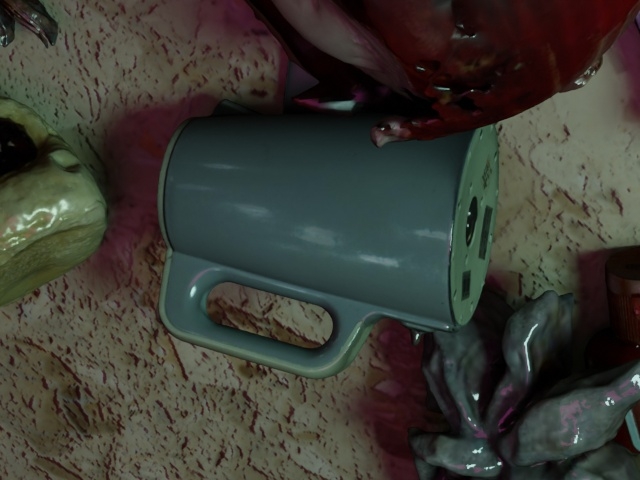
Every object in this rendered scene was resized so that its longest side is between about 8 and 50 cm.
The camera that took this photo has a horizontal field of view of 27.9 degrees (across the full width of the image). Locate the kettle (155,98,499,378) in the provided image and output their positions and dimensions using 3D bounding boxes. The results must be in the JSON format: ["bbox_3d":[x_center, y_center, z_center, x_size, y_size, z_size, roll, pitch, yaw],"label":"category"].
[{"bbox_3d":[0.000,0.000,0.990,0.243,0.160,0.210,6,87,18],"label":"kettle"}]

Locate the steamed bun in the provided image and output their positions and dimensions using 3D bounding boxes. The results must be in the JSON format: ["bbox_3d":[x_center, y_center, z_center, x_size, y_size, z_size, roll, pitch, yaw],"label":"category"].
[{"bbox_3d":[-0.266,-0.042,1.042,0.141,0.172,0.155,-26,79,-20],"label":"steamed bun"}]

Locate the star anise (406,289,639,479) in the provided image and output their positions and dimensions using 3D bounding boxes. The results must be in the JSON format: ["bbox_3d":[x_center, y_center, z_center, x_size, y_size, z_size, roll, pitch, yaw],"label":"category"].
[{"bbox_3d":[0.167,0.189,1.027,0.359,0.139,0.316,60,144,11],"label":"star anise"}]

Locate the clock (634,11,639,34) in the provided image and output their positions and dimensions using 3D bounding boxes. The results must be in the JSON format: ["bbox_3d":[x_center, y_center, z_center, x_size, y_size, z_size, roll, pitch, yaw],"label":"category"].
[{"bbox_3d":[0.341,-0.190,0.903,0.248,0.090,0.227,-22,108,16],"label":"clock"}]

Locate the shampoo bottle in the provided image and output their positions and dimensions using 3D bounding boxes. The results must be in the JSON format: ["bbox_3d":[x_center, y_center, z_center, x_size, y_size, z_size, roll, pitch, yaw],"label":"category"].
[{"bbox_3d":[0.283,0.161,1.063,0.118,0.076,0.314,1,113,25],"label":"shampoo bottle"}]

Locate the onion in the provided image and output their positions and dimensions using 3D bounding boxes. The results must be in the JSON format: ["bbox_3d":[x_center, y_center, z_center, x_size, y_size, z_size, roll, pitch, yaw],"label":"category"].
[{"bbox_3d":[0.070,-0.220,0.796,0.341,0.341,0.341,3,113,8],"label":"onion"}]

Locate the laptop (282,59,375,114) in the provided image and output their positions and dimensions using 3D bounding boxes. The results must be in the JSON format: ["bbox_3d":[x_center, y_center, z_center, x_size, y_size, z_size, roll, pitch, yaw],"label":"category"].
[{"bbox_3d":[0.041,-0.170,1.000,0.129,0.016,0.180,9,113,6],"label":"laptop"}]

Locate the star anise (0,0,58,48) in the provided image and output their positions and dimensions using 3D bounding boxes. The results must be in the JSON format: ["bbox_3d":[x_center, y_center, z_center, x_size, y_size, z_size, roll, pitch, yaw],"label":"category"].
[{"bbox_3d":[-0.260,-0.210,1.019,0.141,0.042,0.141,5,115,10],"label":"star anise"}]
